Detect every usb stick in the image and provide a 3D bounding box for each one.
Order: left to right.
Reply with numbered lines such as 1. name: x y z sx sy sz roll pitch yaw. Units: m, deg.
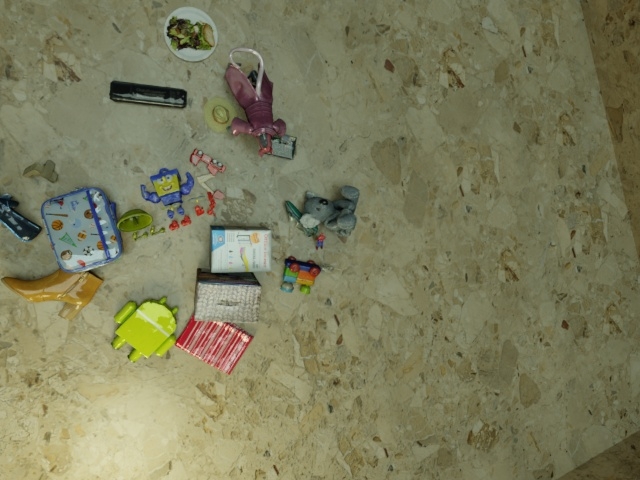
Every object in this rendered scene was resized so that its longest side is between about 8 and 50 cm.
1. usb stick: -0.648 -0.549 1.808 0.277 0.045 0.077 2 90 -15

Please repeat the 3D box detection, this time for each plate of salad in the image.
1. plate of salad: -0.491 -0.785 1.818 0.199 0.048 0.200 -2 98 -15

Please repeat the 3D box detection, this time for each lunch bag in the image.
1. lunch bag: -0.861 -0.044 1.755 0.243 0.115 0.303 -18 89 -14

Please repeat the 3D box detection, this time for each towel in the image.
1. towel: -0.441 0.417 1.994 0.274 0.031 0.199 34 88 -17

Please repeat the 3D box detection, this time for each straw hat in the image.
1. straw hat: -0.390 -0.493 1.875 0.144 0.061 0.145 -2 97 -15

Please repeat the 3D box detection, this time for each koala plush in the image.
1. koala plush: 0.031 -0.116 1.984 0.221 0.203 0.196 10 64 -5

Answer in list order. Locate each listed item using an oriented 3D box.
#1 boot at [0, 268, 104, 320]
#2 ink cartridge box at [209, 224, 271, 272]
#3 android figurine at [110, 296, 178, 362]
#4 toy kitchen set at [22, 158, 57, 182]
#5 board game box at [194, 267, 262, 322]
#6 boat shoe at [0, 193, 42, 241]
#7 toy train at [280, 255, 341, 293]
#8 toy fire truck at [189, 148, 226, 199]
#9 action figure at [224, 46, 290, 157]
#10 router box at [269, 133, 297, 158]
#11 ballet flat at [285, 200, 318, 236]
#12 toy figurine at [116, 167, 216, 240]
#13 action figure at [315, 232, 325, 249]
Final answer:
1. boot: -0.989 0.145 1.785 0.295 0.104 0.211 36 82 -21
2. ink cartridge box: -0.320 0.032 1.904 0.232 0.168 0.171 0 96 -16
3. android figurine: -0.689 0.347 1.905 0.248 0.056 0.273 43 85 -15
4. toy kitchen set: -1.022 -0.254 1.757 0.083 0.075 0.068 40 43 -47
5. board game box: -0.365 0.208 1.852 0.232 0.291 0.141 5 96 -15
6. boat shoe: -1.120 -0.113 1.721 0.089 0.109 0.258 -42 122 -14
7. toy train: -0.043 0.165 2.037 0.248 0.105 0.143 12 104 -16
8. toy fire truck: -0.443 -0.261 1.898 0.192 0.047 0.135 30 90 -16
9. action figure: -0.218 -0.489 1.796 0.248 0.276 0.370 -10 75 -22
10. router box: -0.164 -0.389 1.960 0.122 0.038 0.092 10 95 -16
11. ballet flat: -0.094 -0.084 2.010 0.188 0.070 0.070 44 85 -12
12. toy figurine: -0.603 -0.170 1.848 0.362 0.191 0.217 -19 72 -7
13. action figure: 0.000 0.000 2.022 0.038 0.115 0.030 -5 62 -11
